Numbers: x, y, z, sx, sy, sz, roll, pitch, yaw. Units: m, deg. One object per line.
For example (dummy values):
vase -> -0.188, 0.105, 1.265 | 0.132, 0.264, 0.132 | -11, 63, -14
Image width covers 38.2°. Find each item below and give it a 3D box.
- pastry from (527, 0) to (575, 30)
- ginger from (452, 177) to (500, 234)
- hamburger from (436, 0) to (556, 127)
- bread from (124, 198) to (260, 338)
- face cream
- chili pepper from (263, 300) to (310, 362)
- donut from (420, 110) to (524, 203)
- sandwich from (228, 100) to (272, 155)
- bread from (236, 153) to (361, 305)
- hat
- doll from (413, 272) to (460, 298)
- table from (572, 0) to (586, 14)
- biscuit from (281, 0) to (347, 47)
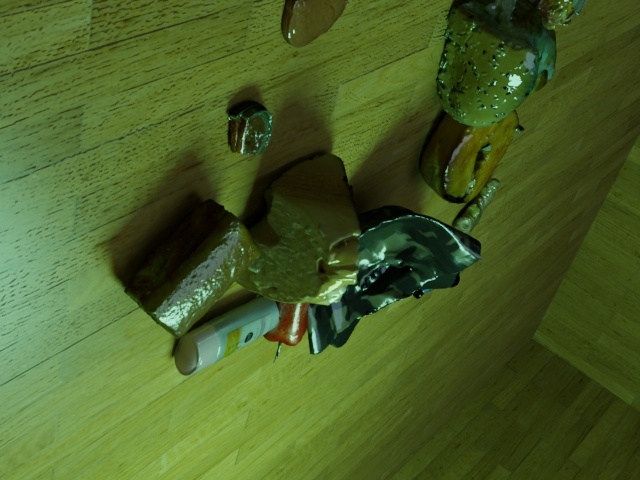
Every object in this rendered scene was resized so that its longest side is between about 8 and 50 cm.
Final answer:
pastry -> 0.398, -0.459, 1.621 | 0.250, 0.103, 0.154 | 54, 32, -71
ginger -> 0.374, -0.076, 2.238 | 0.173, 0.051, 0.069 | -59, 163, -2
hamburger -> 0.315, -0.313, 1.625 | 0.168, 0.192, 0.288 | -32, 149, -24
bread -> -0.170, 0.038, 1.234 | 0.172, 0.103, 0.132 | -49, 157, -11
face cream -> -0.149, 0.151, 1.494 | 0.198, 0.057, 0.084 | -28, 146, -49
chili pepper -> -0.063, 0.141, 1.614 | 0.086, 0.084, 0.192 | -35, 147, -51
donut -> 0.301, -0.185, 1.848 | 0.253, 0.118, 0.253 | -46, 158, -24
sandwich -> -0.092, -0.147, 1.234 | 0.069, 0.026, 0.101 | -43, 155, -29
bread -> 0.011, -0.001, 1.402 | 0.224, 0.211, 0.183 | -24, 136, -42
hat -> 0.106, 0.060, 1.786 | 0.366, 0.257, 0.381 | -27, -172, -2
doll -> 0.305, 0.092, 2.304 | 0.195, 0.070, 0.096 | -22, 156, -42
table -> 0.502, -0.505, 1.870 | 0.083, 0.062, 0.079 | -16, 135, -56
biscuit -> -0.002, -0.306, 1.203 | 0.130, 0.019, 0.102 | -45, 157, -25
